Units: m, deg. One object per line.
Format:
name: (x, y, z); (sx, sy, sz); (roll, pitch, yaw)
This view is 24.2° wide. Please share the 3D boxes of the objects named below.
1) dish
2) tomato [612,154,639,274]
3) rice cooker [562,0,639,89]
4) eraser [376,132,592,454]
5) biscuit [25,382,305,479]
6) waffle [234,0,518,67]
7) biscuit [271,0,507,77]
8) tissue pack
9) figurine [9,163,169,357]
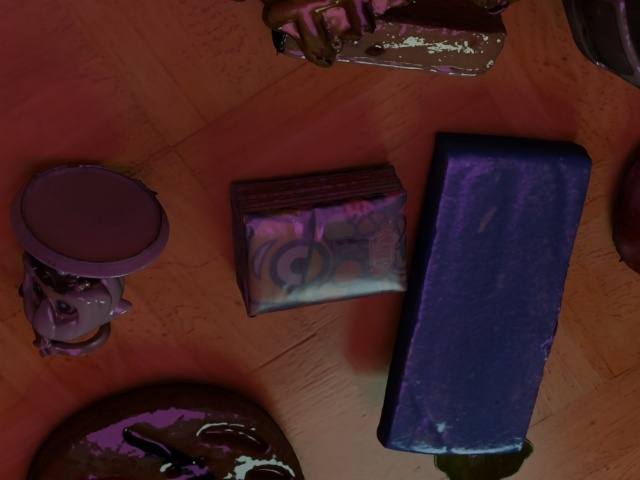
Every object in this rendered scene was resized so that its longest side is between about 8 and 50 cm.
dish: (0.146, 0.188, 1.480); (0.091, 0.039, 0.137); (-33, 122, 15)
tomato: (0.363, -0.014, 1.367); (0.173, 0.099, 0.189); (-13, 127, -9)
rice cooker: (0.347, -0.204, 1.124); (0.288, 0.277, 0.288); (-5, 110, -14)
eraser: (0.147, 0.057, 1.362); (0.144, 0.043, 0.312); (3, 114, -16)
biscuit: (-0.159, 0.299, 1.456); (0.314, 0.063, 0.367); (-17, 127, -5)
waffle: (0.050, -0.255, 1.101); (0.291, 0.051, 0.291); (0, 108, 0)
biscuit: (0.055, -0.168, 1.206); (0.188, 0.052, 0.056); (4, 132, -16)
tissue pack: (0.000, 0.000, 1.298); (0.148, 0.060, 0.109); (-8, 126, -10)
figurine: (-0.198, 0.029, 1.239); (0.132, 0.132, 0.154); (3, 134, -17)
